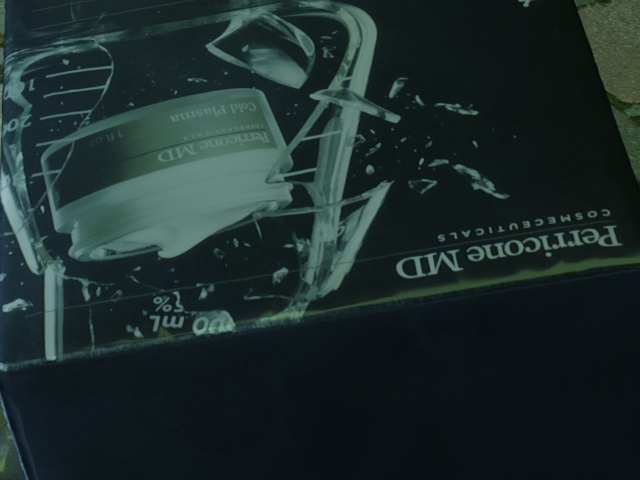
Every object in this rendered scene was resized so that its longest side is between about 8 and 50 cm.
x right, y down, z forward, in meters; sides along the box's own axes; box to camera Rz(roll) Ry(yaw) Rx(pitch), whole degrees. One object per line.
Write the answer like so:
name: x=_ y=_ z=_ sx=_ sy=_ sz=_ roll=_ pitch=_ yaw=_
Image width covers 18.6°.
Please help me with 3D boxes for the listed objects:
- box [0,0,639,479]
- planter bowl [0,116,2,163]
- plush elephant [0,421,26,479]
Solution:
box: x=0.000 y=0.000 z=1.595 sx=0.480 sy=0.297 sz=0.471 roll=-10 pitch=43 yaw=1
planter bowl: x=-0.362 y=-0.047 z=2.045 sx=0.162 sy=0.162 sz=0.109 roll=16 pitch=57 yaw=13
plush elephant: x=-0.319 y=0.217 z=1.663 sx=0.255 sy=0.272 sz=0.330 roll=1 pitch=60 yaw=15
